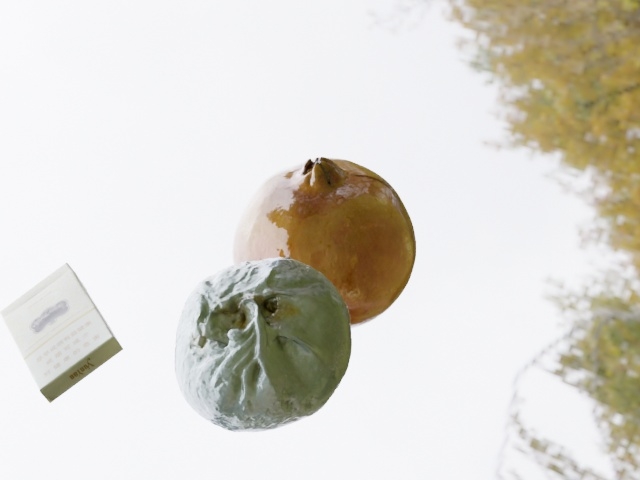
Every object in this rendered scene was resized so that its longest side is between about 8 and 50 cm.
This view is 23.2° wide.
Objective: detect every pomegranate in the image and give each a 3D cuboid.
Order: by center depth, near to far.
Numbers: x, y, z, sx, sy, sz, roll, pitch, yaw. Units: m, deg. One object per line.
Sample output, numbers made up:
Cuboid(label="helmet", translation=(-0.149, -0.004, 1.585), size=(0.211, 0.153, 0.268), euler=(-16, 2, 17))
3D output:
Cuboid(label="pomegranate", translation=(0.001, 0.006, 1.758), size=(0.209, 0.209, 0.209), euler=(-17, -64, -39))

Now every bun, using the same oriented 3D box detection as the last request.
Cuboid(label="bun", translation=(-0.048, 0.071, 1.156), size=(0.141, 0.141, 0.083), euler=(-54, -35, -15))

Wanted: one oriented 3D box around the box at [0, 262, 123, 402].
Cuboid(label="box", translation=(-0.264, 0.090, 1.573), size=(0.090, 0.167, 0.024), euler=(-37, -55, -5))
